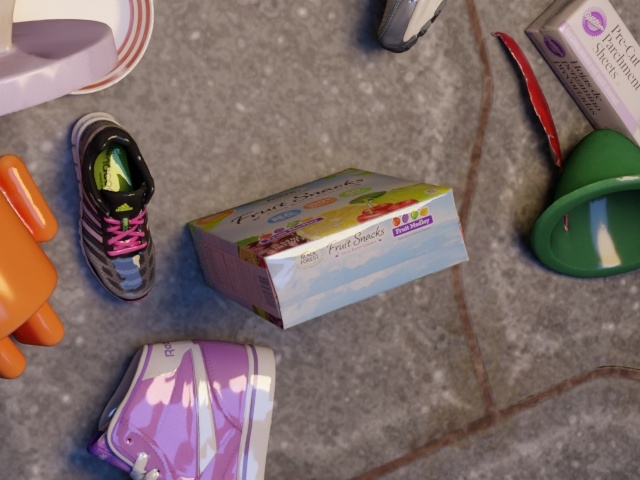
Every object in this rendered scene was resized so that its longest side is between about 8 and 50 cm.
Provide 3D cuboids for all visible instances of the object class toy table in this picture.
[{"bbox_3d":[-0.301,-0.182,0.970,0.274,0.252,0.161,-17,117,-20],"label":"toy table"}]

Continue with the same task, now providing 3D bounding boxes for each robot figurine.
[{"bbox_3d":[-0.300,0.011,1.045,0.158,0.128,0.219,-29,108,9],"label":"robot figurine"}]

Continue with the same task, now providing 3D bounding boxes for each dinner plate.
[{"bbox_3d":[-0.213,-0.196,1.113,0.141,0.017,0.141,-3,99,-22],"label":"dinner plate"}]

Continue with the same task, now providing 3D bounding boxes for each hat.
[{"bbox_3d":[0.279,-0.091,1.311,0.173,0.208,0.184,-10,58,3],"label":"hat"}]

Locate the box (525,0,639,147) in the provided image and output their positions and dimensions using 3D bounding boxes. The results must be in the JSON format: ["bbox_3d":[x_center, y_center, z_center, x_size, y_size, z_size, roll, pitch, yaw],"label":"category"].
[{"bbox_3d":[0.332,-0.112,1.323,0.067,0.063,0.324,-44,111,-12],"label":"box"}]

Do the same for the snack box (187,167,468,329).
[{"bbox_3d":[0.000,0.000,1.123,0.174,0.207,0.070,-20,104,-20],"label":"snack box"}]

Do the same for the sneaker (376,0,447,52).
[{"bbox_3d":[0.082,-0.314,1.189,0.122,0.110,0.283,15,88,-6],"label":"sneaker"}]

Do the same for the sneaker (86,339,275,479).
[{"bbox_3d":[-0.134,0.229,1.165,0.161,0.102,0.282,5,84,-19],"label":"sneaker"}]

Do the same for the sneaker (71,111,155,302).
[{"bbox_3d":[-0.175,-0.025,1.120,0.063,0.075,0.170,-12,102,-21],"label":"sneaker"}]
